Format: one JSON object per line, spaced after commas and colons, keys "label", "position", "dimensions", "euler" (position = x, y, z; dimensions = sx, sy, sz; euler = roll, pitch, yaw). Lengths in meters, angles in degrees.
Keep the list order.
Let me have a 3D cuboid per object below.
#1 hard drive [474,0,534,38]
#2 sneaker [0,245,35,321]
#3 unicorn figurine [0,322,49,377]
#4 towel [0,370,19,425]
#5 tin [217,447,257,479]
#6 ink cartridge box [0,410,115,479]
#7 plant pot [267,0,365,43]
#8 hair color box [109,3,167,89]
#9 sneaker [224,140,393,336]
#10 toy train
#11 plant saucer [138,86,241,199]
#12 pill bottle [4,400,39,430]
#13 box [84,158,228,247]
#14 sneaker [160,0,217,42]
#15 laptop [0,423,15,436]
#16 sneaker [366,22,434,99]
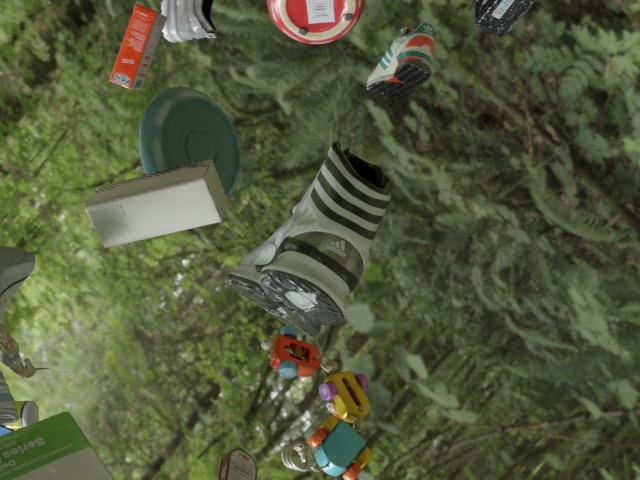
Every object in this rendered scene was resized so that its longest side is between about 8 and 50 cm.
{"label": "hard drive", "position": [0.347, -0.524, 1.207], "dimensions": [0.064, 0.237, 0.339], "euler": [21, -128, -14]}
{"label": "sneaker", "position": [-0.488, 0.073, 1.070], "dimensions": [0.094, 0.091, 0.258], "euler": [16, -167, -6]}
{"label": "unicorn figurine", "position": [-0.624, 0.225, 1.483], "dimensions": [0.111, 0.060, 0.162], "euler": [44, 161, 9]}
{"label": "towel", "position": [-0.733, 0.319, 1.485], "dimensions": [0.209, 0.034, 0.285], "euler": [-1, -170, -29]}
{"label": "tin", "position": [-0.216, 0.630, 1.923], "dimensions": [0.106, 0.040, 0.190], "euler": [43, -153, -25]}
{"label": "ink cartridge box", "position": [-0.269, 0.359, 0.794], "dimensions": [0.114, 0.199, 0.273], "euler": [-15, -135, -42]}
{"label": "plant pot", "position": [-0.014, -0.457, 1.298], "dimensions": [0.191, 0.191, 0.174], "euler": [39, -146, -34]}
{"label": "hair color box", "position": [-0.323, -0.342, 1.311], "dimensions": [0.043, 0.141, 0.072], "euler": [22, -170, -1]}
{"label": "sneaker", "position": [0.001, 0.001, 1.159], "dimensions": [0.169, 0.258, 0.447], "euler": [35, 165, -10]}
{"label": "toy train", "position": [-0.009, 0.171, 0.747], "dimensions": [0.125, 0.046, 0.166], "euler": [18, -140, -23]}
{"label": "plant saucer", "position": [-0.296, -0.217, 1.774], "dimensions": [0.043, 0.318, 0.317], "euler": [-7, 148, 38]}
{"label": "pill bottle", "position": [-0.665, 0.373, 1.560], "dimensions": [0.116, 0.065, 0.065], "euler": [-2, 179, 4]}
{"label": "box", "position": [-0.345, -0.078, 1.561], "dimensions": [0.094, 0.274, 0.113], "euler": [-86, -18, -57]}
{"label": "sneaker", "position": [-0.232, -0.520, 1.406], "dimensions": [0.115, 0.282, 0.105], "euler": [8, -163, 8]}
{"label": "laptop", "position": [-0.539, 0.497, 1.094], "dimensions": [0.236, 0.382, 0.408], "euler": [14, -173, -24]}
{"label": "sneaker", "position": [0.115, -0.248, 1.018], "dimensions": [0.057, 0.076, 0.161], "euler": [18, 171, -15]}
